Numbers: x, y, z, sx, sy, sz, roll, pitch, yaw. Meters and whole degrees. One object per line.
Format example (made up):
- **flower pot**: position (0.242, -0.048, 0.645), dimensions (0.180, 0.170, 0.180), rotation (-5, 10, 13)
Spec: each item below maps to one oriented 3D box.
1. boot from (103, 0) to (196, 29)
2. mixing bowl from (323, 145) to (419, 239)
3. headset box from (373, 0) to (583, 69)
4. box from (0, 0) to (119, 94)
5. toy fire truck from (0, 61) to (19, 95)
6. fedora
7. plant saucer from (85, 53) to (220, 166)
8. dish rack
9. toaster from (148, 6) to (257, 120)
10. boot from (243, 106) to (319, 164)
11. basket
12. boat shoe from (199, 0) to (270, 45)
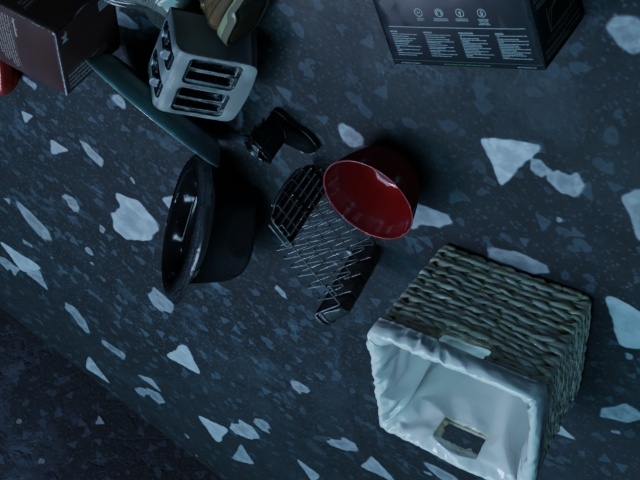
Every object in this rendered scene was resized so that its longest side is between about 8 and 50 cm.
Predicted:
- **boot**: position (-0.306, -0.476, 1.811), dimensions (0.246, 0.083, 0.161), rotation (29, 137, 11)
- **mixing bowl**: position (0.107, -0.100, 1.838), dimensions (0.181, 0.098, 0.181), rotation (26, 146, 19)
- **headset box**: position (0.185, -0.379, 1.373), dimensions (0.246, 0.131, 0.283), rotation (9, 138, 39)
- **box**: position (-0.521, -0.421, 1.987), dimensions (0.203, 0.168, 0.167), rotation (28, 147, 16)
- **toy fire truck**: position (-0.802, -0.437, 2.277), dimensions (0.302, 0.169, 0.254), rotation (19, 125, 26)
- **fedora**: position (-0.226, -0.019, 2.187), dimensions (0.152, 0.334, 0.334), rotation (9, 155, -21)
- **plant saucer**: position (-0.305, -0.255, 1.976), dimensions (0.317, 0.044, 0.317), rotation (40, -177, -2)
- **dish rack**: position (0.000, 0.000, 1.982), dimensions (0.074, 0.208, 0.271), rotation (-19, 118, 40)
- **toaster**: position (-0.199, -0.304, 1.815), dimensions (0.185, 0.110, 0.168), rotation (8, 147, -22)
- **boot**: position (-0.074, -0.179, 1.916), dimensions (0.121, 0.099, 0.045), rotation (41, 150, -5)
- **basket**: position (0.295, 0.229, 1.912), dimensions (0.328, 0.266, 0.331), rotation (21, 145, 25)
- **boat shoe**: position (-0.118, -0.431, 1.629), dimensions (0.104, 0.111, 0.307), rotation (51, 141, 6)
